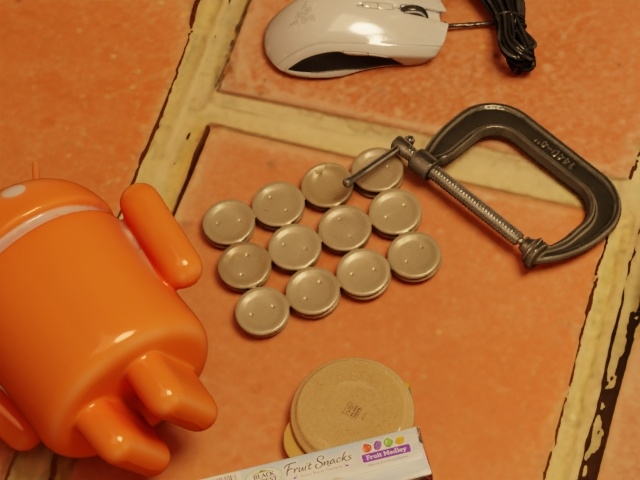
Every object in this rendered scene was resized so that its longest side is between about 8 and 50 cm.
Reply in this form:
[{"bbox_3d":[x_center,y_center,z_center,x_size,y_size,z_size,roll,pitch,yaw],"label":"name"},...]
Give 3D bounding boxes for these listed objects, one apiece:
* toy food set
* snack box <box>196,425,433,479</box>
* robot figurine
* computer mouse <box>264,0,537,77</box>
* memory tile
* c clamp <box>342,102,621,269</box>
[{"bbox_3d":[0.021,0.114,1.236,0.082,0.020,0.083,11,61,10],"label":"toy food set"},{"bbox_3d":[-0.002,0.165,1.161,0.141,0.100,0.037,-13,59,-3],"label":"snack box"},{"bbox_3d":[-0.159,0.050,1.225,0.128,0.158,0.219,-16,56,-40],"label":"robot figurine"},{"bbox_3d":[0.054,-0.158,1.378,0.193,0.042,0.106,-7,60,0],"label":"computer mouse"},{"bbox_3d":[0.000,0.000,1.308,0.148,0.012,0.113,-20,60,-7],"label":"memory tile"},{"bbox_3d":[0.118,-0.033,1.311,0.161,0.022,0.137,35,57,19],"label":"c clamp"}]
